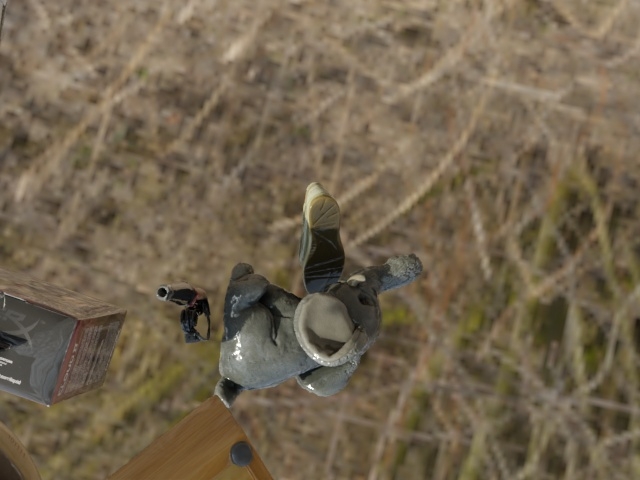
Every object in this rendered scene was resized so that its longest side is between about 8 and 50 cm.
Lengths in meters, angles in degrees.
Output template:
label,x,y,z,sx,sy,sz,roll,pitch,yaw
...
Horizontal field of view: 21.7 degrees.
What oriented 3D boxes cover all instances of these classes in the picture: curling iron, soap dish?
label,x,y,z,sx,sy,sz,roll,pitch,yaw
curling iron,-0.159,0.076,1.973,0.035,0.068,0.274,-5,170,2
soap dish,-0.136,0.323,1.581,0.118,0.291,0.229,-5,119,59

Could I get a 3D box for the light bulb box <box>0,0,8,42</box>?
label,x,y,z,sx,sy,sz,roll,pitch,yaw
light bulb box,-0.492,-0.098,1.490,0.361,0.358,0.225,-28,132,24

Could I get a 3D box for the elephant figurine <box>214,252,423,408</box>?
label,x,y,z,sx,sy,sz,roll,pitch,yaw
elephant figurine,0.001,0.111,2.071,0.239,0.186,0.169,6,-166,2

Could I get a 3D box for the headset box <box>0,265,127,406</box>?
label,x,y,z,sx,sy,sz,roll,pitch,yaw
headset box,-0.373,0.102,1.962,0.218,0.110,0.293,18,-178,5

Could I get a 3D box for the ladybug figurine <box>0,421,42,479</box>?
label,x,y,z,sx,sy,sz,roll,pitch,yaw
ladybug figurine,-0.500,0.392,2.169,0.162,0.449,0.305,-31,103,18

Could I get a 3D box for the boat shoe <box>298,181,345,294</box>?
label,x,y,z,sx,sy,sz,roll,pitch,yaw
boat shoe,-0.002,0.000,2.122,0.056,0.048,0.153,-11,125,-12
